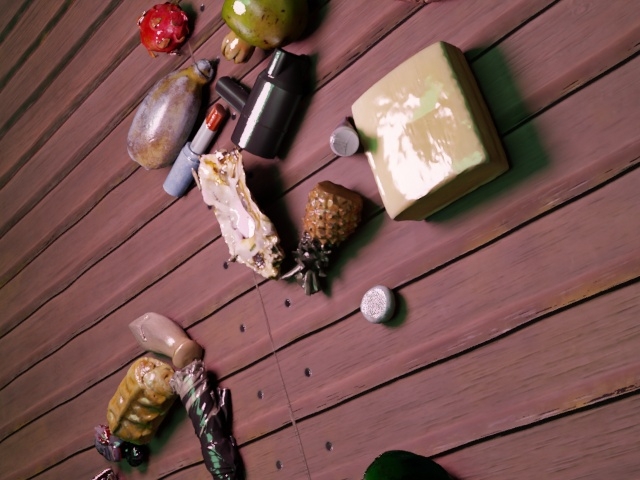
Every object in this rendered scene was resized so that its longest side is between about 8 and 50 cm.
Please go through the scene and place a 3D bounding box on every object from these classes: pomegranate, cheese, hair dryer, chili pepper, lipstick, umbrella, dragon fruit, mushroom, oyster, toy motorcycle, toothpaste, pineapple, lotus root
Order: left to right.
[{"bbox_3d":[-0.563,0.551,2.176,0.213,0.082,0.122,0,89,41],"label":"toy motorcycle"},{"bbox_3d":[-0.420,-0.556,2.078,0.166,0.133,0.136,-28,60,49],"label":"dragon fruit"},{"bbox_3d":[-0.409,0.253,2.046,0.247,0.096,0.108,16,81,39],"label":"mushroom"},{"bbox_3d":[-0.391,-0.335,2.021,0.322,0.140,0.158,-60,29,15],"label":"lotus root"},{"bbox_3d":[-0.317,-0.231,2.009,0.274,0.061,0.068,-54,44,27],"label":"lipstick"},{"bbox_3d":[-0.259,0.465,1.911,0.113,0.106,0.358,-38,70,45],"label":"umbrella"},{"bbox_3d":[-0.173,-0.062,1.830,0.201,0.107,0.354,-36,72,46],"label":"oyster"},{"bbox_3d":[-0.157,-0.363,1.854,0.302,0.116,0.244,42,113,43],"label":"hair dryer"},{"bbox_3d":[-0.128,-0.492,1.763,0.159,0.190,0.241,45,94,3],"label":"pomegranate"},{"bbox_3d":[0.001,0.000,1.673,0.128,0.128,0.248,42,120,36],"label":"pineapple"},{"bbox_3d":[0.045,-0.207,1.601,0.234,0.057,0.089,-99,23,-78],"label":"toothpaste"},{"bbox_3d":[0.146,0.526,1.420,0.233,0.256,0.248,-47,57,16],"label":"chili pepper"},{"bbox_3d":[0.200,-0.203,1.495,0.242,0.124,0.265,-31,68,34],"label":"cheese"}]

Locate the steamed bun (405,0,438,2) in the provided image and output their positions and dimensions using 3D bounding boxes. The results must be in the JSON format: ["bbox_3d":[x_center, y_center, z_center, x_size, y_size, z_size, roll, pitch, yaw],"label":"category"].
[{"bbox_3d":[0.194,-0.537,1.536,0.175,0.106,0.145,13,91,28],"label":"steamed bun"}]

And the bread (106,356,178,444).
[{"bbox_3d":[-0.459,0.412,2.042,0.152,0.130,0.268,38,122,6],"label":"bread"}]

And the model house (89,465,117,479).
[{"bbox_3d":[-0.598,0.739,2.181,0.152,0.106,0.165,40,118,38],"label":"model house"}]

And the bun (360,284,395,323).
[{"bbox_3d":[0.121,0.131,1.598,0.083,0.045,0.083,-5,82,40],"label":"bun"}]
